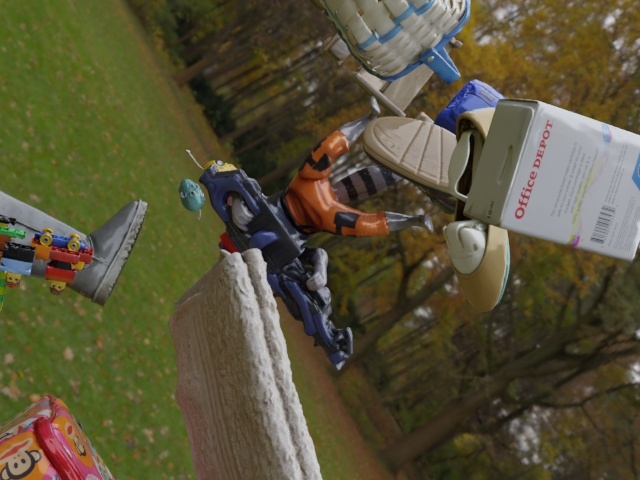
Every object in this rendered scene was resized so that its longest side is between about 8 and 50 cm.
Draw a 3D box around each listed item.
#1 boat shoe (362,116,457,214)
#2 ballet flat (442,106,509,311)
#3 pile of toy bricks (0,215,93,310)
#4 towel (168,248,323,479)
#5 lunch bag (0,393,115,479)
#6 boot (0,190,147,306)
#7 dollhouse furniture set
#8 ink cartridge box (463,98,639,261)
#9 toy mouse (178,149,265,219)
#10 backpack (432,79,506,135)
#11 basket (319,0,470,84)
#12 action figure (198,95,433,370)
[{"bbox_3d":[0.186,-0.082,1.098,0.092,0.285,0.103,110,-2,-56],"label":"boat shoe"},{"bbox_3d":[0.170,-0.035,0.901,0.080,0.073,0.232,6,-87,58],"label":"ballet flat"},{"bbox_3d":[-0.370,0.034,0.886,0.212,0.105,0.118,13,13,-18],"label":"pile of toy bricks"},{"bbox_3d":[-0.079,0.162,0.761,0.187,0.049,0.282,-42,-121,51],"label":"towel"},{"bbox_3d":[-0.282,0.315,0.895,0.258,0.120,0.293,61,-16,-5],"label":"lunch bag"},{"bbox_3d":[-0.367,-0.019,1.115,0.208,0.189,0.076,24,-35,-9],"label":"boot"},{"bbox_3d":[0.164,-0.438,1.647,0.355,0.303,0.174,39,1,-21],"label":"dollhouse furniture set"},{"bbox_3d":[0.174,-0.043,0.568,0.122,0.088,0.052,13,8,-24],"label":"ink cartridge box"},{"bbox_3d":[-0.179,-0.070,1.329,0.161,0.143,0.031,16,43,-29],"label":"toy mouse"},{"bbox_3d":[0.258,-0.207,1.322,0.098,0.120,0.101,41,-30,2],"label":"backpack"},{"bbox_3d":[0.114,-0.365,1.213,0.254,0.201,0.289,58,16,10],"label":"basket"},{"bbox_3d":[0.000,0.000,1.163,0.341,0.330,0.178,62,19,-7],"label":"action figure"}]
